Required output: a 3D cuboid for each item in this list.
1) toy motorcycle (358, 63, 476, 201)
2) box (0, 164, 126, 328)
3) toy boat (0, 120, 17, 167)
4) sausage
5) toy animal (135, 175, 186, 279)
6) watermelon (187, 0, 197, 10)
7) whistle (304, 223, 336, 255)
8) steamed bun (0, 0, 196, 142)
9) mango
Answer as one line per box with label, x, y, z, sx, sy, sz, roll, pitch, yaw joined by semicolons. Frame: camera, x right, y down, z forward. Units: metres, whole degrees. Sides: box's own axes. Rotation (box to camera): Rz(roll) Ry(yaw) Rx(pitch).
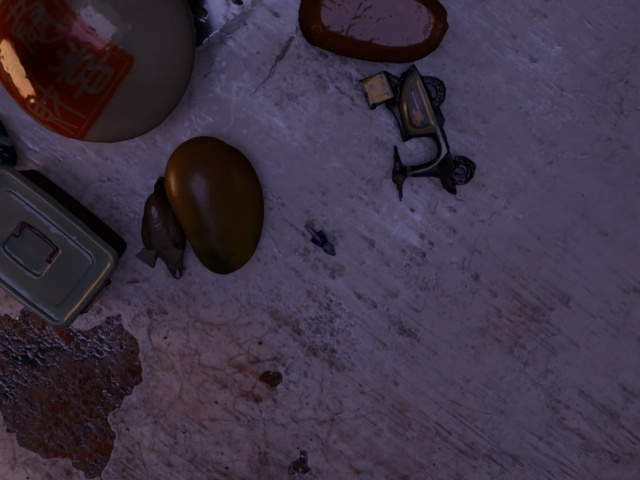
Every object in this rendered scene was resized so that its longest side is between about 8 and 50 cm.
toy motorcycle;0.183;-0.199;1.596;0.157;0.091;0.263;-19;97;12
box;-0.514;0.001;1.602;0.294;0.167;0.193;40;100;-6
toy boat;-0.702;-0.114;1.639;0.220;0.067;0.291;19;102;-1
sausage;0.094;-0.398;1.529;0.268;0.141;0.153;9;108;0
toy animal;-0.294;-0.017;1.631;0.089;0.179;0.188;-8;137;2
watermelon;-0.286;-0.454;1.552;0.133;0.105;0.105;4;100;16
whistle;0.000;0.000;1.659;0.029;0.033;0.083;-45;95;0
steamed bun;-0.406;-0.335;1.457;0.374;0.241;0.374;8;119;15
mango;-0.187;-0.072;1.589;0.175;0.139;0.254;-29;107;-26
